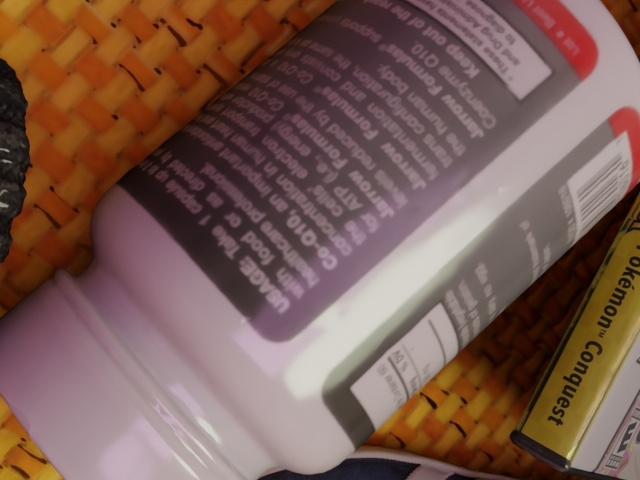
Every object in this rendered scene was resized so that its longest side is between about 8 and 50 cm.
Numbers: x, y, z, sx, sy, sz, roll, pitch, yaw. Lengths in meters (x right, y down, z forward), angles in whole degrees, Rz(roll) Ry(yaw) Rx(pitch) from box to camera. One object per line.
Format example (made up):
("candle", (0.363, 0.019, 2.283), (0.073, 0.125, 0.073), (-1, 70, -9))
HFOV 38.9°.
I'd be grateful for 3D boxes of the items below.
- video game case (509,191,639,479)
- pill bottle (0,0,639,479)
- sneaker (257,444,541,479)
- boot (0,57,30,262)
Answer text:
("video game case", (0.227, 0.028, 0.530), (0.275, 0.035, 0.248), (28, 90, -54))
("pill bottle", (0.000, 0.000, 0.418), (0.283, 0.161, 0.161), (-41, 115, -10))
("sneaker", (0.088, 0.191, 0.484), (0.350, 0.148, 0.131), (3, 93, -13))
("boot", (-0.215, -0.072, 0.277), (0.260, 0.131, 0.348), (12, 132, -22))
